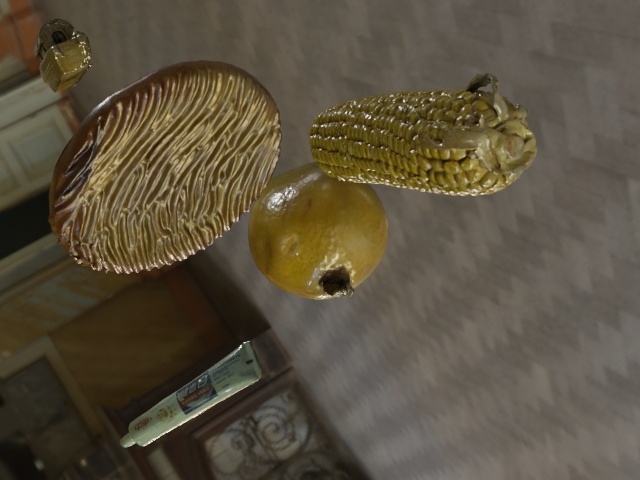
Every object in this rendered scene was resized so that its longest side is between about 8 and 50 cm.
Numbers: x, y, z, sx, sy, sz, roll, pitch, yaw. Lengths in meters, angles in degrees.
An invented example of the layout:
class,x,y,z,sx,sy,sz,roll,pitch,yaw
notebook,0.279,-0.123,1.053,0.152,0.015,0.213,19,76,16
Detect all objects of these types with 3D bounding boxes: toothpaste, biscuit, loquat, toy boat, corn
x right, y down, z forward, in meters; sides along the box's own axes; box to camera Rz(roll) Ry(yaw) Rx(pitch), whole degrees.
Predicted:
class,x,y,z,sx,sy,sz,roll,pitch,yaw
toothpaste,-0.179,0.219,1.204,0.038,0.233,0.060,44,-164,-52
biscuit,-0.181,-0.079,1.089,0.040,0.317,0.318,49,159,30
loquat,0.000,0.000,1.333,0.246,0.213,0.213,-108,4,-45
toy boat,-0.416,-0.293,1.410,0.088,0.068,0.226,63,160,-10
corn,0.079,-0.097,0.854,0.293,0.106,0.106,9,128,55
